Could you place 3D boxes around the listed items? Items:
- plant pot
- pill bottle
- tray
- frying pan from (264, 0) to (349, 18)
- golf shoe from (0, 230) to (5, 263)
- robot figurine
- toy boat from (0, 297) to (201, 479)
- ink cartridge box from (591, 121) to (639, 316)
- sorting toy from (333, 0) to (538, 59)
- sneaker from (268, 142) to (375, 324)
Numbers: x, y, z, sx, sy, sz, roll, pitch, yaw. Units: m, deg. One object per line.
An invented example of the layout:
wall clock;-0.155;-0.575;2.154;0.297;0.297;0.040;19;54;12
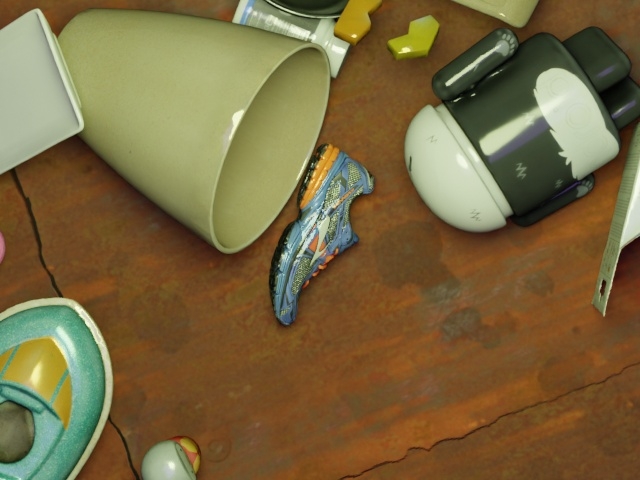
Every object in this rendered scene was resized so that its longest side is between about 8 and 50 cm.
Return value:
plant pot;-0.169;-0.156;1.890;0.274;0.256;0.257;25;94;18
pill bottle;-0.031;-0.246;1.940;0.137;0.078;0.078;23;94;1
tray;-0.354;-0.163;1.907;0.030;0.270;0.145;-21;91;-39
frying pan;0.042;-0.351;1.940;0.326;0.053;0.197;-16;69;-24
golf shoe;-0.523;-0.031;1.947;0.306;0.140;0.115;22;92;0
robot figurine;0.229;-0.128;1.889;0.278;0.173;0.209;-33;87;4
toy boat;-0.288;0.215;1.941;0.318;0.148;0.268;20;93;2
ink cartridge box;0.363;-0.025;1.880;0.056;0.181;0.225;11;93;5
sorting toy;0.150;-0.333;1.878;0.229;0.041;0.307;25;71;9
sneaker;0.000;0.000;1.952;0.087;0.083;0.221;21;97;-6
